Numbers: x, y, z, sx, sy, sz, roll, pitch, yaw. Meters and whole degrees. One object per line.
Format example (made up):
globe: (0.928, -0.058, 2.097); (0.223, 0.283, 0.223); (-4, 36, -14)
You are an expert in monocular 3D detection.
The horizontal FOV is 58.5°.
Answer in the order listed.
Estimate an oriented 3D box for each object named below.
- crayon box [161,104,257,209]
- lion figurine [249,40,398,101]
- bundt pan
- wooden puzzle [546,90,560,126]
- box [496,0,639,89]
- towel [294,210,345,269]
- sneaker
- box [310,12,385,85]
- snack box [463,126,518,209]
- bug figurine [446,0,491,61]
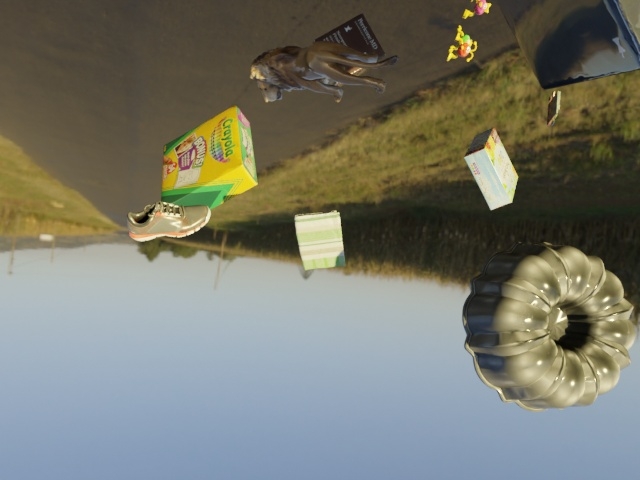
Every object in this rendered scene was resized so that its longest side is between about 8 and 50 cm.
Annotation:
crayon box: (-0.383, -0.262, 1.940); (0.313, 0.362, 0.106); (-27, 134, 13)
lion figurine: (-0.008, -0.432, 1.411); (0.240, 0.142, 0.392); (11, 174, -28)
bundt pan: (0.437, 0.156, 1.050); (0.331, 0.330, 0.124); (6, 171, -15)
wooden puzzle: (0.456, -0.258, 1.118); (0.006, 0.083, 0.049); (10, 162, 3)
box: (0.526, -0.467, 0.808); (0.472, 0.297, 0.480); (-31, -174, 12)
towel: (0.000, 0.000, 1.432); (0.113, 0.151, 0.023); (-6, -154, 7)
sneaker: (-0.286, -0.044, 1.073); (0.158, 0.064, 0.061); (-16, -133, -11)
box: (0.086, -0.657, 2.017); (0.203, 0.168, 0.167); (-32, -173, -6)
snack box: (0.493, -0.209, 1.636); (0.070, 0.174, 0.207); (-22, -165, 33)
bug figurine: (0.494, -0.707, 1.852); (0.072, 0.278, 0.216); (21, -163, 2)
